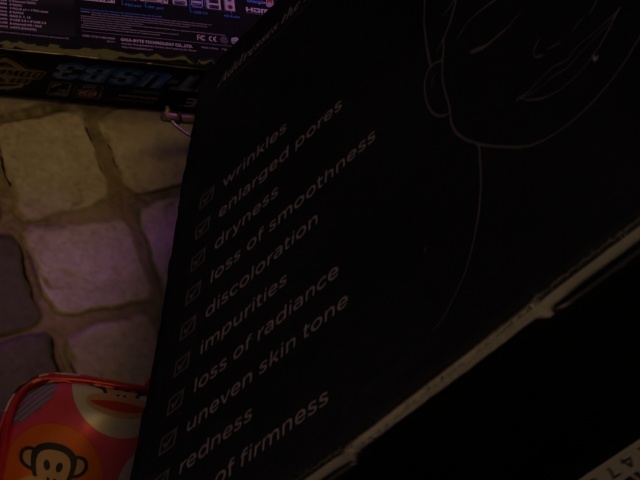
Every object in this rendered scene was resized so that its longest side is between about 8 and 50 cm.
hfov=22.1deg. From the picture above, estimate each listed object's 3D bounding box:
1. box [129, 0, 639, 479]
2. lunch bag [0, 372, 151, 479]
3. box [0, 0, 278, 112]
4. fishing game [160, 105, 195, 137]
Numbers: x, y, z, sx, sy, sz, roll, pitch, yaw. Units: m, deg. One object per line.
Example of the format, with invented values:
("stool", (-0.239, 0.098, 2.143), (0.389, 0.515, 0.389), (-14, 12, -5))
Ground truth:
("box", (0.160, -0.024, 0.899), (0.297, 0.480, 0.472), (34, 34, -25))
("lunch bag", (-0.078, 0.194, 1.028), (0.293, 0.120, 0.258), (14, 58, -14))
("box", (-0.150, -0.243, 1.268), (0.295, 0.073, 0.293), (3, 61, -21))
("fishing game", (0.000, 0.000, 1.172), (0.189, 0.041, 0.264), (5, 45, -39))
